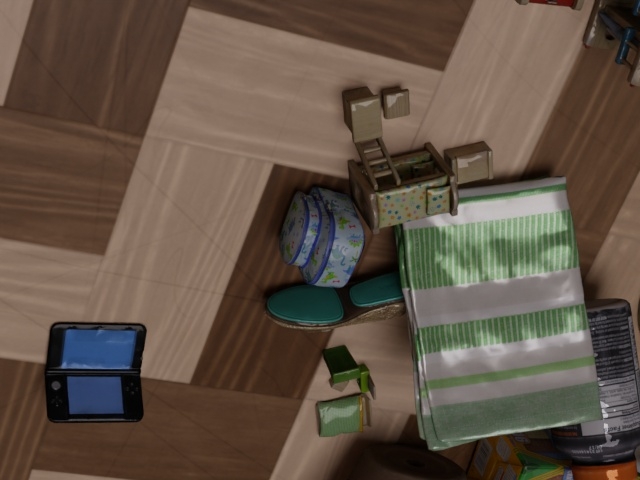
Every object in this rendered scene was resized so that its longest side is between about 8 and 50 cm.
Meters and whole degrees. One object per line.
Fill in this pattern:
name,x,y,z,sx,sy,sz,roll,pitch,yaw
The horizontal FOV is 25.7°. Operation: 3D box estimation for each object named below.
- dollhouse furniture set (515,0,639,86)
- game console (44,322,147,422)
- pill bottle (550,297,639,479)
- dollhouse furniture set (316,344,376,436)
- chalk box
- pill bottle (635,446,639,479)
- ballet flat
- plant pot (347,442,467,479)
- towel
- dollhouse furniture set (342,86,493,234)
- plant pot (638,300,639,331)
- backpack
dollhouse furniture set,0.330,-0.266,1.654,0.184,0.129,0.129,2,120,-21
game console,-0.279,0.167,1.753,0.122,0.107,0.071,2,148,-19
pill bottle,0.370,0.208,1.900,0.130,0.130,0.245,-8,92,-14
dollhouse furniture set,0.036,0.219,1.897,0.076,0.058,0.151,-12,123,-11
chalk box,0.341,0.338,2.030,0.213,0.132,0.132,5,119,-21
pill bottle,0.504,0.383,2.130,0.103,0.103,0.184,-12,123,-11
ballet flat,0.028,0.090,1.813,0.206,0.073,0.067,-7,145,-10
plant pot,0.104,0.413,1.948,0.263,0.263,0.229,8,100,-23
towel,0.225,0.090,1.796,0.248,0.038,0.324,-9,91,-11
dollhouse furniture set,0.131,-0.113,1.698,0.182,0.101,0.161,-14,124,-11
plant pot,0.619,0.140,1.928,0.276,0.254,0.276,-9,123,-13
backpack,0.000,0.000,1.716,0.084,0.114,0.105,9,118,-24
